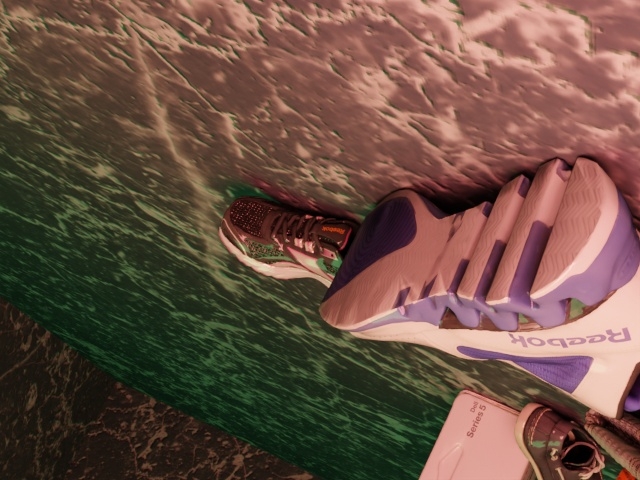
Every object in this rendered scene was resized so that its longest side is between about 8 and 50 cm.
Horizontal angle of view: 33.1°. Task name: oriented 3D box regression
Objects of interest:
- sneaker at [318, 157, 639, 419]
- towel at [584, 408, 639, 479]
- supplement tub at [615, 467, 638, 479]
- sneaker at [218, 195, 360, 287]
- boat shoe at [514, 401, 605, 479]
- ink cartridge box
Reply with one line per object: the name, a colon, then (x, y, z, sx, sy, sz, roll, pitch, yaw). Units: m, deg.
sneaker: (0.141, 0.053, 0.761, 0.182, 0.127, 0.315, 36, 160, -21)
towel: (0.412, 0.258, 0.954, 0.312, 0.056, 0.324, 28, 180, -4)
supplement tub: (0.415, 0.342, 1.221, 0.190, 0.117, 0.117, 24, 164, 23)
sneaker: (0.000, 0.000, 0.963, 0.178, 0.072, 0.077, 21, 152, -4)
boat shoe: (0.293, 0.259, 1.251, 0.065, 0.075, 0.206, 16, 156, 45)
ink cartridge box: (0.201, 0.333, 1.399, 0.114, 0.198, 0.273, 22, 163, 18)
